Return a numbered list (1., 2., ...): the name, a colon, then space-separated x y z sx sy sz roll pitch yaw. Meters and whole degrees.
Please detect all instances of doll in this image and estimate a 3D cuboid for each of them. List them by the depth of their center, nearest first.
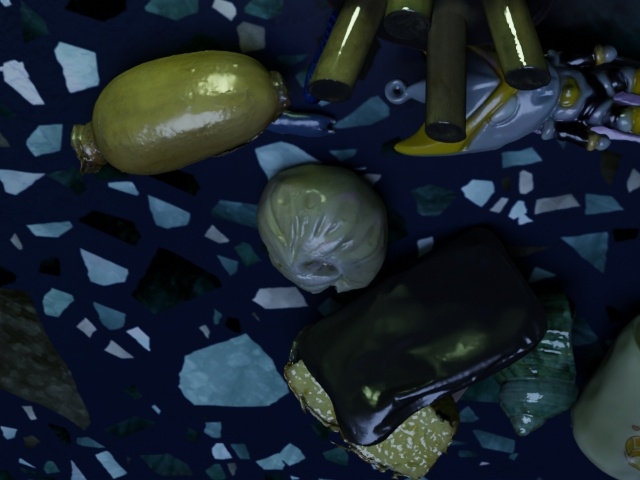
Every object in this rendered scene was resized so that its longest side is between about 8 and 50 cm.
1. doll: 0.232 -0.169 1.378 0.316 0.103 0.145 4 106 11
2. doll: -0.041 -0.157 1.528 0.125 0.027 0.037 7 128 3

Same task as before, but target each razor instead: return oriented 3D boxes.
1. razor: 0.032 -0.298 1.395 0.056 0.093 0.324 -10 136 -25

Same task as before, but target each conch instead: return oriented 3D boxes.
1. conch: 0.299 0.169 1.618 0.176 0.122 0.188 1 106 63

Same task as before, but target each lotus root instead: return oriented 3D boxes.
1. lotus root: -0.186 -0.165 1.478 0.303 0.146 0.131 -14 127 17

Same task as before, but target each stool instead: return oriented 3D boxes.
1. stool: 0.118 -0.242 1.228 0.272 0.178 0.272 6 158 3

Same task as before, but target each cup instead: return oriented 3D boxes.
1. cup: 0.486 0.214 1.629 0.173 0.255 0.202 48 133 30

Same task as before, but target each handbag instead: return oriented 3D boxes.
1. handbag: 0.129 0.133 1.565 0.332 0.191 0.075 -32 159 6

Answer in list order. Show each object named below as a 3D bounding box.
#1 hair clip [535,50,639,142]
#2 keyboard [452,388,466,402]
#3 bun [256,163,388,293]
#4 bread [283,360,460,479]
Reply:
1. hair clip: 0.391 -0.152 1.420 0.358 0.095 0.110 22 163 6
2. keyboard: 0.180 0.241 1.777 0.055 0.017 0.166 22 127 -10
3. bun: 0.000 0.000 1.571 0.178 0.128 0.193 4 128 8
4. bread: 0.084 0.219 1.705 0.260 0.147 0.160 36 118 3
